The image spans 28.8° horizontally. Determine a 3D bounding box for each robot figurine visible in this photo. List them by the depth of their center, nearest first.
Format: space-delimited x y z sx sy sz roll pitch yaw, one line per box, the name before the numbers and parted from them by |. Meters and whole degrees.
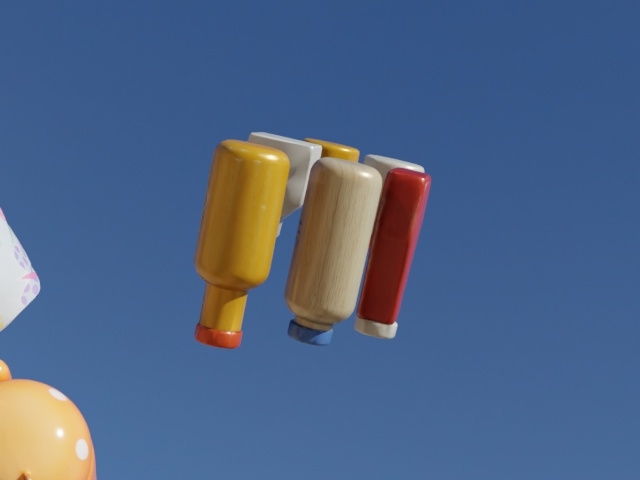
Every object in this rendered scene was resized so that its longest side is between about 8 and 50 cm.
robot figurine | -0.250 0.195 1.042 0.128 0.158 0.219 18 -27 1

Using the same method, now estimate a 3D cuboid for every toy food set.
toy food set | 0.000 0.000 0.728 0.111 0.232 0.104 13 -83 6

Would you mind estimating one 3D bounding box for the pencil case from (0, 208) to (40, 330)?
pencil case | -0.345 -0.035 1.027 0.124 0.113 0.273 -22 -59 8
